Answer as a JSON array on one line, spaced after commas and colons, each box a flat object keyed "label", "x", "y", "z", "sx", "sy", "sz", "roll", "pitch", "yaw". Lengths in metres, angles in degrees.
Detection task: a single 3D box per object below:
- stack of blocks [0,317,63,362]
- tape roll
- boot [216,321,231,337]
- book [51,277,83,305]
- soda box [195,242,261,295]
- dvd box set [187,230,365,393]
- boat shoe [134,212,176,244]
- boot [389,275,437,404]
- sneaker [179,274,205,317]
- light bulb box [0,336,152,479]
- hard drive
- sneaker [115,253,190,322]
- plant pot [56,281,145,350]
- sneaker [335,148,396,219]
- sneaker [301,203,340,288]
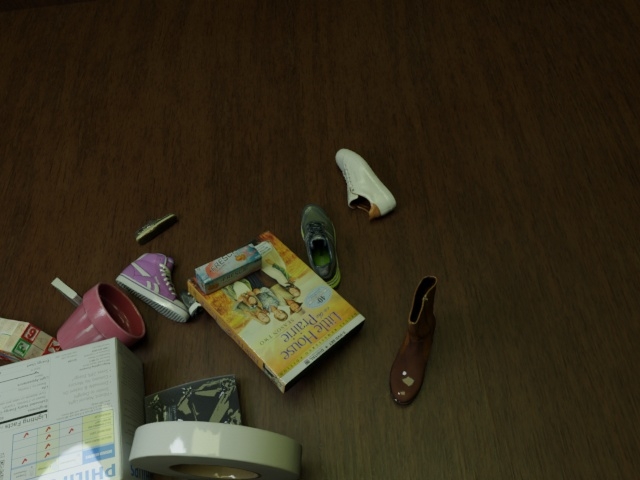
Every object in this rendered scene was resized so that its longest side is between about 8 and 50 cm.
[{"label": "stack of blocks", "x": -0.885, "y": 0.297, "z": 1.558, "sx": 0.297, "sy": 0.171, "sz": 0.087, "roll": 3, "pitch": 57, "yaw": 29}, {"label": "tape roll", "x": -0.235, "y": 0.495, "z": 1.242, "sx": 0.392, "sy": 0.392, "sz": 0.072, "roll": 0, "pitch": 58, "yaw": 6}, {"label": "boot", "x": -0.168, "y": 0.256, "z": 1.564, "sx": 0.258, "sy": 0.095, "sz": 0.123, "roll": 30, "pitch": 60, "yaw": 13}, {"label": "book", "x": -0.736, "y": 0.175, "z": 1.634, "sx": 0.096, "sy": 0.144, "sz": 0.035, "roll": 29, "pitch": 66, "yaw": 22}, {"label": "soda box", "x": -0.256, "y": 0.080, "z": 1.516, "sx": 0.183, "sy": 0.063, "sz": 0.058, "roll": -26, "pitch": 59, "yaw": -25}, {"label": "dvd box set", "x": -0.127, "y": 0.182, "z": 1.529, "sx": 0.308, "sy": 0.062, "sz": 0.420, "roll": -34, "pitch": 62, "yaw": -29}, {"label": "boat shoe", "x": -0.553, "y": -0.049, "z": 1.803, "sx": 0.152, "sy": 0.056, "sz": 0.049, "roll": -36, "pitch": 67, "yaw": -15}, {"label": "boot", "x": 0.247, "y": 0.263, "z": 1.390, "sx": 0.096, "sy": 0.280, "sz": 0.264, "roll": 23, "pitch": 64, "yaw": 19}, {"label": "sneaker", "x": -0.326, "y": 0.126, "z": 1.633, "sx": 0.106, "sy": 0.078, "sz": 0.234, "roll": 42, "pitch": 58, "yaw": 14}, {"label": "light bulb box", "x": -0.645, "y": 0.489, "z": 1.384, "sx": 0.358, "sy": 0.225, "sz": 0.361, "roll": -14, "pitch": 59, "yaw": -3}, {"label": "hard drive", "x": -0.340, "y": 0.471, "z": 1.461, "sx": 0.255, "sy": 0.054, "sz": 0.172, "roll": -14, "pitch": 58, "yaw": -2}, {"label": "sneaker", "x": -0.479, "y": 0.128, "z": 1.663, "sx": 0.282, "sy": 0.102, "sz": 0.161, "roll": 29, "pitch": 62, "yaw": 21}, {"label": "plant pot", "x": -0.641, "y": 0.251, "z": 1.562, "sx": 0.180, "sy": 0.201, "sz": 0.201, "roll": -37, "pitch": 61, "yaw": 2}, {"label": "sneaker", "x": 0.116, "y": -0.187, "z": 1.784, "sx": 0.123, "sy": 0.106, "sz": 0.290, "roll": -31, "pitch": 62, "yaw": -15}, {"label": "sneaker", "x": 0.000, "y": 0.000, "z": 1.673, "sx": 0.111, "sy": 0.121, "sz": 0.300, "roll": -13, "pitch": 58, "yaw": -2}]
